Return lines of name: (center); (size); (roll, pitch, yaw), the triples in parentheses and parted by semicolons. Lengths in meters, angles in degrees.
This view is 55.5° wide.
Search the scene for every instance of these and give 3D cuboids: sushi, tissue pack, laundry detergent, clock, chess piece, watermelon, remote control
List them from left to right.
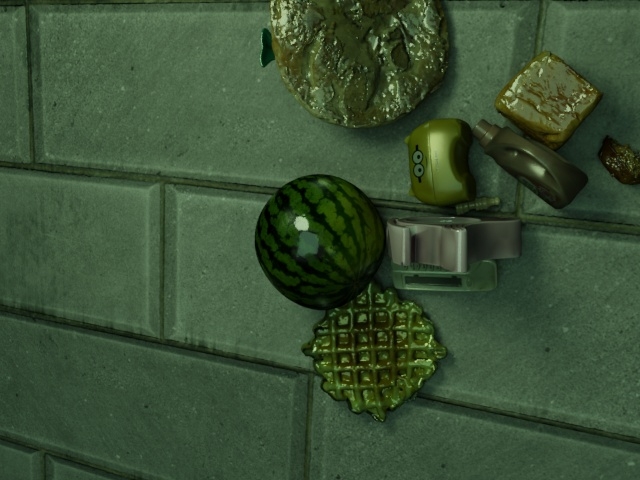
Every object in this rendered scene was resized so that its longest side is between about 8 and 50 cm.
watermelon: (0.000, 0.000, 1.313); (0.285, 0.285, 0.285); (4, 101, 20)
tissue pack: (0.250, -0.160, 1.268); (0.127, 0.123, 0.178); (-4, 90, 31)
remote control: (0.271, 0.065, 1.339); (0.230, 0.049, 0.090); (1, 119, 20)
clock: (0.269, 0.000, 1.193); (0.275, 0.290, 0.080); (0, 98, 5)
chess piece: (0.337, -0.078, 1.301); (0.092, 0.035, 0.035); (-8, 96, 19)
laundry detergent: (0.402, -0.162, 1.186); (0.237, 0.171, 0.076); (41, 94, 9)
sushi: (0.588, -0.152, 1.175); (0.118, 0.061, 0.060); (41, 137, 3)

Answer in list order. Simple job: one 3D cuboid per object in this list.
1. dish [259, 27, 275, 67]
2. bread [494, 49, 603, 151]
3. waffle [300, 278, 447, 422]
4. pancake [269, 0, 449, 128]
dish: (-0.008, -0.405, 1.327); (0.245, 0.078, 0.224); (3, 95, -5)
bread: (0.439, -0.265, 1.173); (0.158, 0.149, 0.143); (41, 109, 16)
waffle: (0.122, 0.255, 1.424); (0.297, 0.073, 0.317); (41, 105, 4)
pancake: (0.080, -0.419, 1.253); (0.386, 0.082, 0.387); (-1, 97, -8)
